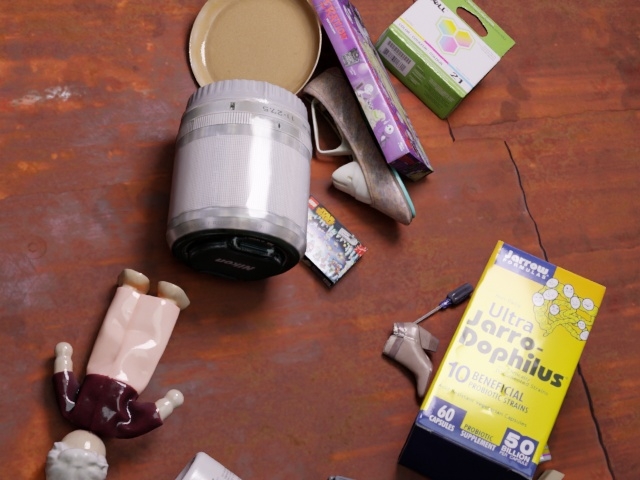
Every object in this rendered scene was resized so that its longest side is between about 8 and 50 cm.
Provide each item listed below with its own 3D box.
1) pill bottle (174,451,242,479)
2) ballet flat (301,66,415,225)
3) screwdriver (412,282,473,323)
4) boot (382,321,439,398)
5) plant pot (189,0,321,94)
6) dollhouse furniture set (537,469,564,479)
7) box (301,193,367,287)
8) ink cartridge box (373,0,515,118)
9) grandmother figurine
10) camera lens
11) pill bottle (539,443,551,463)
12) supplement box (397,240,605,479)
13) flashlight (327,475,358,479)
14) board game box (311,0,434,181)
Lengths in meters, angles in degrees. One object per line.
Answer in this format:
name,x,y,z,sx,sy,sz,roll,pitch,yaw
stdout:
pill bottle,-0.122,0.424,1.711,0.229,0.131,0.131,37,62,-3
ballet flat,0.055,-0.149,2.039,0.106,0.107,0.316,-23,72,-6
screwdriver,0.195,0.120,2.018,0.170,0.025,0.024,-31,83,-19
boot,0.146,0.195,1.958,0.087,0.042,0.118,17,70,-3
plant pot,-0.109,-0.333,2.019,0.236,0.032,0.236,-2,83,15
dollhouse furniture set,0.385,0.437,1.928,0.114,0.091,0.081,-41,102,-31
box,0.000,0.000,1.986,0.137,0.027,0.094,44,60,1
ink cartridge box,0.249,-0.380,2.192,0.189,0.097,0.255,43,62,1
grandmother figurine,-0.305,0.219,1.753,0.208,0.104,0.342,15,64,17
camera lens,-0.126,-0.088,1.867,0.219,0.219,0.274,10,66,-16
pill bottle,0.354,0.332,1.972,0.043,0.043,0.083,-7,72,-22
supplement box,0.290,0.217,1.888,0.194,0.195,0.356,24,62,8
flashlight,0.150,0.434,1.823,0.304,0.103,0.103,20,65,-12
board game box,0.087,-0.276,2.040,0.056,0.208,0.346,-28,77,17
